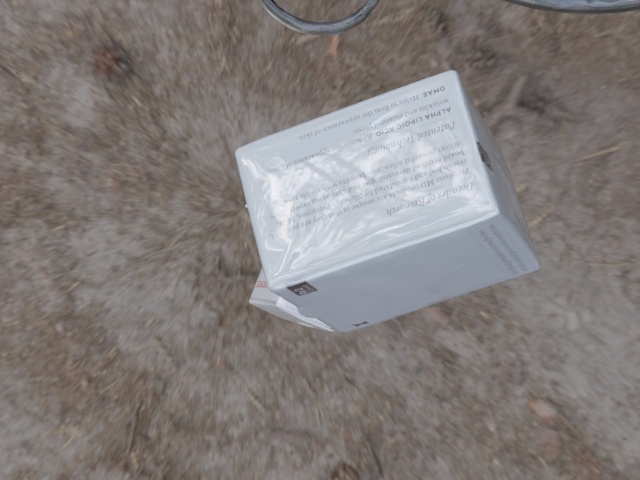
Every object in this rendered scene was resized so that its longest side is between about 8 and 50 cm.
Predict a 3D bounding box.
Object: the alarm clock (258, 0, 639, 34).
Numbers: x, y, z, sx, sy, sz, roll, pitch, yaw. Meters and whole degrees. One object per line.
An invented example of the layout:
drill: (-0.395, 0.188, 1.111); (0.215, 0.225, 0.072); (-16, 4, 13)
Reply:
alarm clock: (0.054, -0.115, 0.333); (0.192, 0.064, 0.129); (-35, 113, 27)

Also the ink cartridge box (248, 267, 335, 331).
ink cartridge box: (0.000, 0.000, 1.734); (0.092, 0.158, 0.217); (21, 83, -15)

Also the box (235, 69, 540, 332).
box: (0.056, -0.022, 1.038); (0.182, 0.181, 0.119); (-19, 71, 13)
